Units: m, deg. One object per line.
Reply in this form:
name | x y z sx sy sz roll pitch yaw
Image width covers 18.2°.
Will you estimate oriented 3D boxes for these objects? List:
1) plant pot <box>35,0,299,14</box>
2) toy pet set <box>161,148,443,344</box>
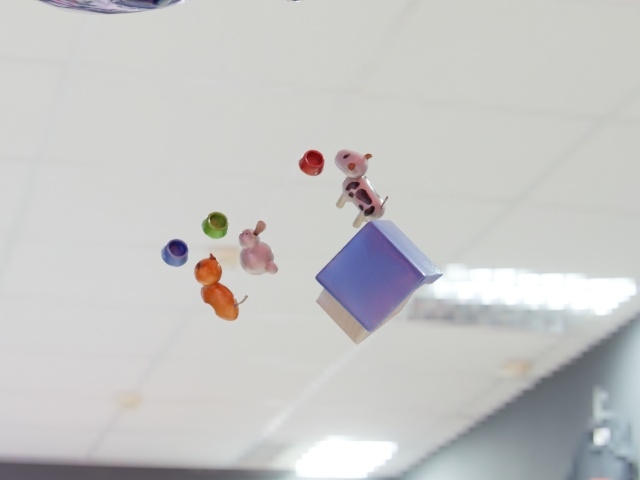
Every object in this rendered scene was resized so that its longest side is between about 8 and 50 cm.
plant pot | -0.096 -0.240 0.927 0.212 0.236 0.236 10 -7 40
toy pet set | 0.000 0.000 1.070 0.122 0.114 0.065 -36 -14 -33
